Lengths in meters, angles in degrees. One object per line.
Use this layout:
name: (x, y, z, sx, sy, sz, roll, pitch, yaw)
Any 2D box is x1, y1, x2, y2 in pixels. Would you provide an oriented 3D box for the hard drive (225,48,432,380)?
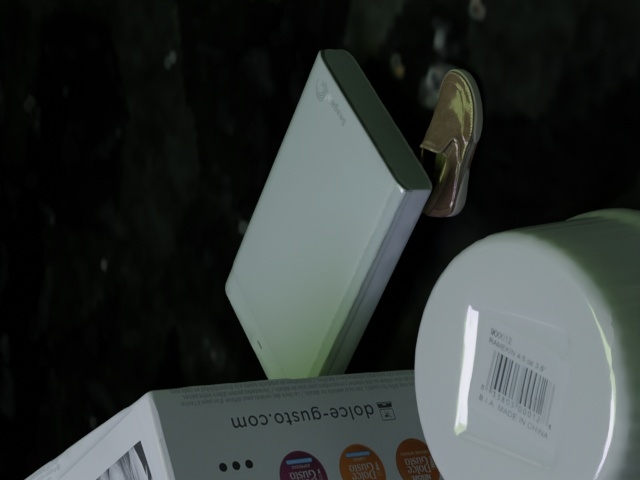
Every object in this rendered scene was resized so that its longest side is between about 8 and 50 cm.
hard drive: (0.000, 0.000, 1.902, 0.203, 0.040, 0.307, 61, 141, 39)

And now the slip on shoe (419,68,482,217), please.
slip on shoe: (0.111, -0.087, 1.788, 0.051, 0.041, 0.135, 26, 113, 48)

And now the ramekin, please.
ramekin: (0.201, 0.113, 1.612, 0.277, 0.135, 0.277, 5, 97, 52)

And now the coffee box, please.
coffee box: (-0.062, 0.336, 1.796, 0.338, 0.337, 0.334, -36, 64, 46)
